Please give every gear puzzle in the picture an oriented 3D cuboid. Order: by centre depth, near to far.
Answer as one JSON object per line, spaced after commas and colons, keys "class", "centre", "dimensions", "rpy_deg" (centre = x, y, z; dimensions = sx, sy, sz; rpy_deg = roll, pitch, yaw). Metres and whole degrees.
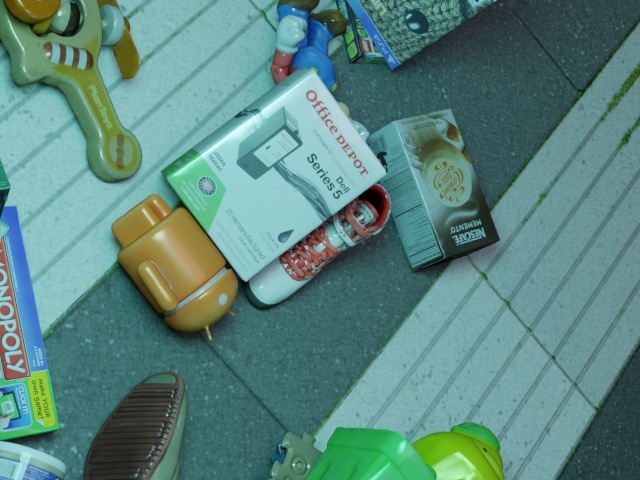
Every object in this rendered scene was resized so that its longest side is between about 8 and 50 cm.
{"class": "gear puzzle", "centre": [0.041, 0.436, 1.935], "dimensions": [0.339, 0.044, 0.175], "rpy_deg": [36, 56, -22]}

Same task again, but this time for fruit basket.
{"class": "fruit basket", "centre": [0.173, 0.407, 1.866], "dimensions": [0.392, 0.283, 0.392], "rpy_deg": [3, 83, -22]}

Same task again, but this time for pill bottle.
{"class": "pill bottle", "centre": [-0.403, 0.359, 1.612], "dimensions": [0.112, 0.112, 0.186], "rpy_deg": [26, 66, -24]}

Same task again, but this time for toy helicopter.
{"class": "toy helicopter", "centre": [-0.350, -0.258, 1.879], "dimensions": [0.235, 0.140, 0.355], "rpy_deg": [-34, 105, -46]}

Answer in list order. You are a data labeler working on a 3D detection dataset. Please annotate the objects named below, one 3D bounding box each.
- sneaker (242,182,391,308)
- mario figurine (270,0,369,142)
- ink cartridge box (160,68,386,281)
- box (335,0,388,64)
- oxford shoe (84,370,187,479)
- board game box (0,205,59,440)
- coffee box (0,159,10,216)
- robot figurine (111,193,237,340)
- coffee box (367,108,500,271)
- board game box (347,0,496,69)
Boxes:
{"class": "sneaker", "centre": [0.000, -0.001, 1.989], "dimensions": [0.270, 0.145, 0.090], "rpy_deg": [-39, 97, -36]}
{"class": "mario figurine", "centre": [0.005, -0.255, 2.063], "dimensions": [0.198, 0.170, 0.320], "rpy_deg": [9, 65, -18]}
{"class": "ink cartridge box", "centre": [-0.070, -0.102, 1.910], "dimensions": [0.273, 0.115, 0.198], "rpy_deg": [-38, 103, -5]}
{"class": "box", "centre": [0.084, -0.415, 2.257], "dimensions": [0.114, 0.036, 0.207], "rpy_deg": [-3, 76, -35]}
{"class": "oxford shoe", "centre": [-0.249, 0.348, 1.744], "dimensions": [0.130, 0.123, 0.348], "rpy_deg": [51, 47, -42]}
{"class": "board game box", "centre": [-0.481, 0.117, 1.688], "dimensions": [0.214, 0.046, 0.317], "rpy_deg": [-7, 78, -34]}
{"class": "coffee box", "centre": [-0.468, -0.106, 1.698], "dimensions": [0.040, 0.113, 0.184], "rpy_deg": [-8, 59, -32]}
{"class": "robot figurine", "centre": [-0.206, 0.040, 1.849], "dimensions": [0.128, 0.158, 0.219], "rpy_deg": [-38, 96, -14]}
{"class": "coffee box", "centre": [0.191, -0.086, 2.176], "dimensions": [0.141, 0.098, 0.246], "rpy_deg": [-16, 84, -36]}
{"class": "board game box", "centre": [0.181, -0.462, 2.131], "dimensions": [0.141, 0.291, 0.232], "rpy_deg": [-37, 95, -35]}
